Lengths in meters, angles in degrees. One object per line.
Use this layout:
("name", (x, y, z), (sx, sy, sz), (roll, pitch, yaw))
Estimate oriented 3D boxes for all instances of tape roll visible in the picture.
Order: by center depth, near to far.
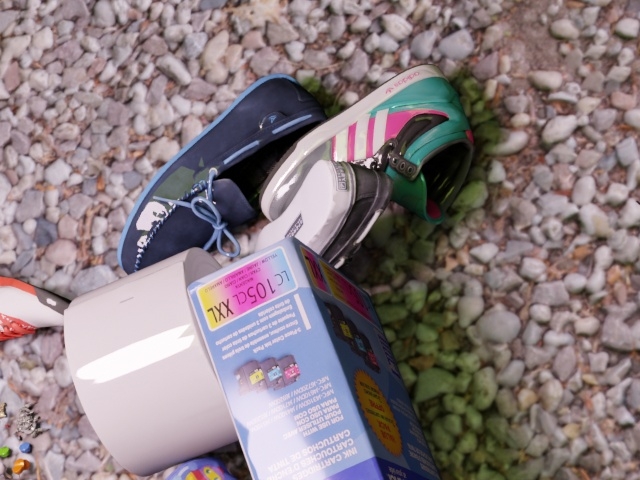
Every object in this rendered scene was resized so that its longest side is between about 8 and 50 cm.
("tape roll", (-0.182, 0.150, 1.860), (0.169, 0.246, 0.246), (-22, 66, 12))

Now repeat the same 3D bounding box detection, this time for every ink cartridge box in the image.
("ink cartridge box", (0.018, 0.226, 1.744), (0.151, 0.270, 0.395), (-26, 65, 14))

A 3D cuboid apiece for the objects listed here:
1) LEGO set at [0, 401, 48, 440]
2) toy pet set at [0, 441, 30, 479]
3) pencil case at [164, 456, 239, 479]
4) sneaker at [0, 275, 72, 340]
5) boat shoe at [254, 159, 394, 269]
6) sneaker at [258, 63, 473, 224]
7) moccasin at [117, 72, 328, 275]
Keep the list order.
("LEGO set", (-0.409, 0.243, 2.035), (0.083, 0.023, 0.054), (-4, 72, 19))
("toy pet set", (-0.443, 0.341, 2.009), (0.122, 0.065, 0.114), (-12, 34, 13))
("pencil case", (-0.073, 0.390, 1.808), (0.306, 0.133, 0.119), (38, 46, 26))
("sneaker", (-0.452, 0.120, 2.058), (0.270, 0.090, 0.145), (14, 79, 27))
("boat shoe", (0.000, 0.000, 1.867), (0.102, 0.301, 0.108), (4, 56, -24))
("sneaker", (0.077, -0.076, 1.911), (0.295, 0.124, 0.178), (-37, 55, 4))
("moccasin", (-0.129, -0.072, 1.970), (0.117, 0.138, 0.342), (38, 89, 33))
